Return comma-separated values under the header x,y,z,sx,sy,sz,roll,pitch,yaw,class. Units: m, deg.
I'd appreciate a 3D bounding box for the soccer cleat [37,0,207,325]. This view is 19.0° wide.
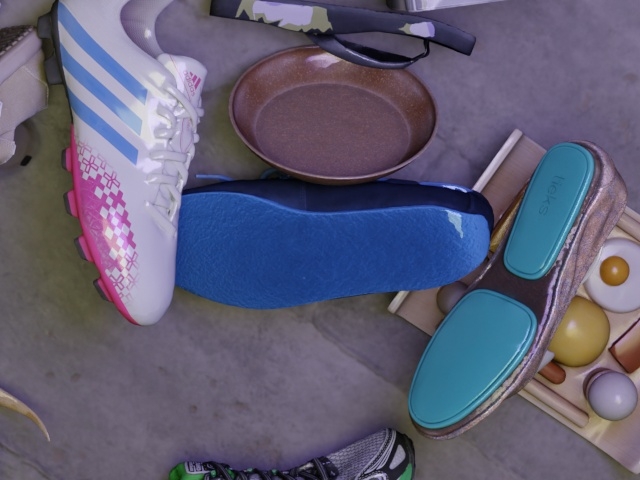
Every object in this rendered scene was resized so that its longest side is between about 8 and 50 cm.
x,y,z,sx,sy,sz,roll,pitch,yaw,class
-0.164,-0.092,1.762,0.143,0.116,0.331,-16,80,14,soccer cleat

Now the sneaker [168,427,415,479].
x,y,z,sx,sy,sz,roll,pitch,yaw,class
-0.066,0.268,1.856,0.343,0.134,0.146,-26,99,-1,sneaker

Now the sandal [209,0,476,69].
x,y,z,sx,sy,sz,roll,pitch,yaw,class
0.021,-0.196,1.826,0.254,0.097,0.054,8,96,4,sandal

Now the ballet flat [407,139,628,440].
x,y,z,sx,sy,sz,roll,pitch,yaw,class
0.198,0.059,1.794,0.316,0.107,0.106,-58,142,1,ballet flat

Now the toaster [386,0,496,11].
x,y,z,sx,sy,sz,roll,pitch,yaw,class
0.132,-0.278,1.783,0.186,0.168,0.110,-8,99,-5,toaster

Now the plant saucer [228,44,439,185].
x,y,z,sx,sy,sz,roll,pitch,yaw,class
0.012,-0.112,1.805,0.199,0.198,0.036,0,134,-6,plant saucer

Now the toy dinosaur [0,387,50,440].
x,y,z,sx,sy,sz,roll,pitch,yaw,class
-0.343,0.135,1.860,0.183,0.053,0.092,11,112,0,toy dinosaur

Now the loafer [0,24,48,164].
x,y,z,sx,sy,sz,roll,pitch,yaw,class
-0.331,-0.098,1.746,0.268,0.102,0.092,-48,122,-37,loafer

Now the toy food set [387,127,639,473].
x,y,z,sx,sy,sz,roll,pitch,yaw,class
0.249,0.060,1.880,0.306,0.092,0.219,34,93,-10,toy food set

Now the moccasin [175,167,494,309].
x,y,z,sx,sy,sz,roll,pitch,yaw,class
0.000,0.000,1.828,0.342,0.117,0.137,5,112,16,moccasin
